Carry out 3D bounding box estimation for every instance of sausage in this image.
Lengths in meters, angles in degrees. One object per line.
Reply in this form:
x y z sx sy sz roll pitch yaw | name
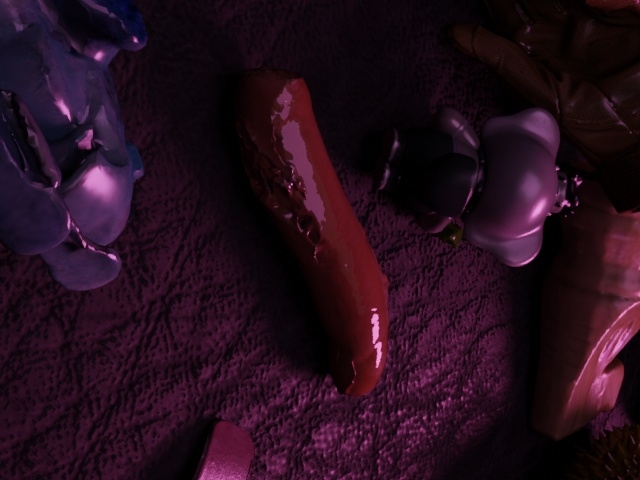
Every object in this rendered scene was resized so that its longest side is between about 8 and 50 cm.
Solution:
0.000 0.000 0.771 0.078 0.078 0.304 -37 117 -32 | sausage

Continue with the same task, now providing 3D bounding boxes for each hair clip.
-0.095 0.211 0.748 0.054 0.022 0.137 42 68 -39 | hair clip

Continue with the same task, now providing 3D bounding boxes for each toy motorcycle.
-0.177 -0.096 0.542 0.154 0.206 0.260 -22 114 3 | toy motorcycle

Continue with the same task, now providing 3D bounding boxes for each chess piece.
0.299 0.070 1.020 0.137 0.137 0.301 -3 110 -40 | chess piece

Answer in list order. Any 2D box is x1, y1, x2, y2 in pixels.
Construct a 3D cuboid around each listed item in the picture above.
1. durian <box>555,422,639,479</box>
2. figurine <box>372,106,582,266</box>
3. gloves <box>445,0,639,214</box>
0.356 0.351 1.018 0.291 0.224 0.291 -1 91 -36 | durian
0.145 -0.055 0.849 0.192 0.126 0.147 11 100 -9 | figurine
0.244 -0.173 0.876 0.141 0.154 0.331 -36 90 -40 | gloves
